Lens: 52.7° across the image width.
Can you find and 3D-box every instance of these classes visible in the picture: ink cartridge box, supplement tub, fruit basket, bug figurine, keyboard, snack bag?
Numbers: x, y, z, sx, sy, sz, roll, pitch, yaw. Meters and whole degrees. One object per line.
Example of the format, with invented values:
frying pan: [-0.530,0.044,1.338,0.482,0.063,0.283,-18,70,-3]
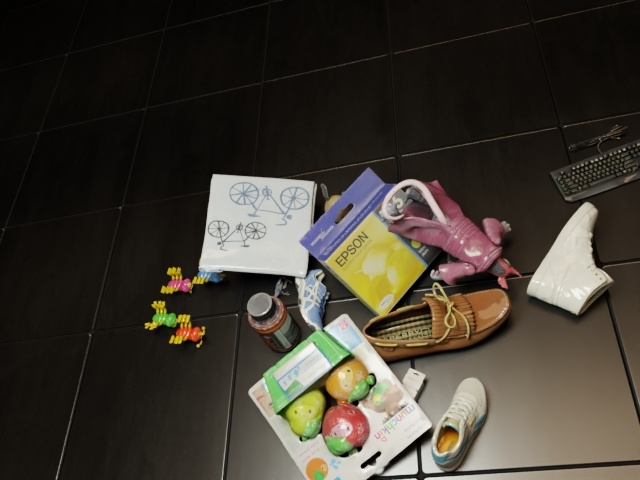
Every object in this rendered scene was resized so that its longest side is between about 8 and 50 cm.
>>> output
ink cartridge box: [0.153,0.000,1.772,0.307,0.072,0.303,44,76,-6]
supplement tub: [-0.130,0.218,1.746,0.106,0.198,0.106,-10,53,14]
fruit basket: [0.035,0.405,1.573,0.327,0.165,0.353,-39,61,2]
bug figurine: [-0.403,0.188,1.946,0.216,0.072,0.279,3,62,29]
keyboard: [0.807,-0.235,1.829,0.317,0.033,0.201,-20,52,5]
ink cartridge box: [0.227,0.368,1.619,0.048,0.028,0.083,20,66,30]
snack bag: [-0.176,-0.044,1.904,0.323,0.037,0.342,4,60,-2]

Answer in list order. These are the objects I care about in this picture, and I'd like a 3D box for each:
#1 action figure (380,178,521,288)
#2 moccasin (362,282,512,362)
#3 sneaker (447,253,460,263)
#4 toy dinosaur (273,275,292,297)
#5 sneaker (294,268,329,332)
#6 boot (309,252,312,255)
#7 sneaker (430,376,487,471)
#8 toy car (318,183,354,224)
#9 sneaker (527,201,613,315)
action figure: [0.359,-0.023,1.650,0.370,0.276,0.248,37,83,18]
moccasin: [0.293,0.199,1.638,0.380,0.147,0.139,-12,53,12]
sneaker: [0.382,0.013,1.793,0.047,0.057,0.119,14,64,26]
toy dinosaur: [-0.119,0.148,1.905,0.082,0.047,0.090,-56,23,-10]
sneaker: [-0.017,0.165,1.816,0.081,0.080,0.211,-20,53,10]
boot: [0.000,0.000,1.931,0.190,0.069,0.086,4,63,23]
sneaker: [0.327,0.420,1.507,0.087,0.092,0.228,14,61,29]
toy car: [0.065,-0.103,1.904,0.155,0.188,0.149,17,64,28]
sneaker: [0.673,0.052,1.638,0.169,0.108,0.292,29,80,31]
